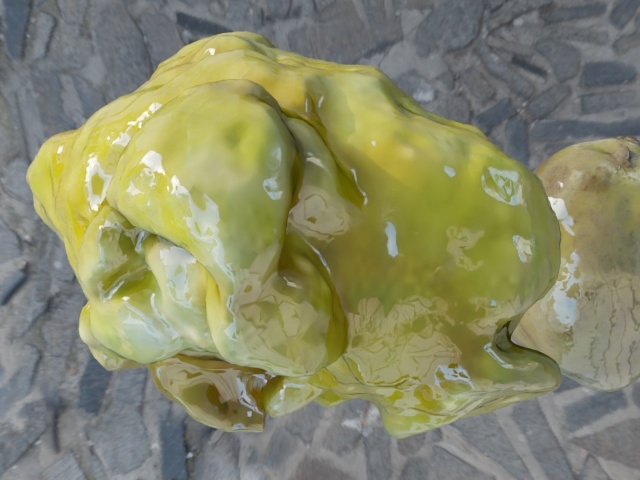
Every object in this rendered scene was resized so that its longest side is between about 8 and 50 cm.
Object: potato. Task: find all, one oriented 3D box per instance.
[{"bbox_3d":[0.340,0.034,1.040,0.243,0.221,0.326,-26,126,-12],"label":"potato"}]

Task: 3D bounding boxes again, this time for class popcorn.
[{"bbox_3d":[-0.003,-0.012,0.541,0.334,0.292,0.293,-2,70,-30],"label":"popcorn"}]
